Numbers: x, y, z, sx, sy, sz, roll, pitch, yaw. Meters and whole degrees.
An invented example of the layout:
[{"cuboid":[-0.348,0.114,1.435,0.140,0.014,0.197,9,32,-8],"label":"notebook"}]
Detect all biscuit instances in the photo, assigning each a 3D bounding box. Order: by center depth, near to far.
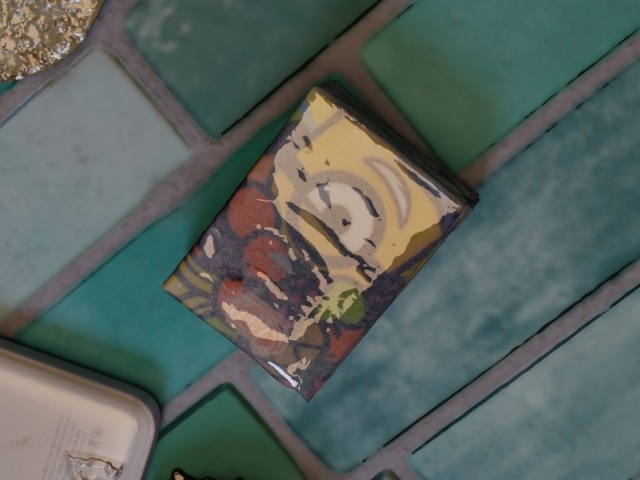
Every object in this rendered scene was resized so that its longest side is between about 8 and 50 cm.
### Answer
[{"cuboid":[-0.186,-0.162,0.924,0.152,0.020,0.152,2,105,9],"label":"biscuit"}]

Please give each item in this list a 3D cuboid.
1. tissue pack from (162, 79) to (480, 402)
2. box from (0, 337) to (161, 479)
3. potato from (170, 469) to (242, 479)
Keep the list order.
[{"cuboid":[0.000,0.000,0.911,0.108,0.060,0.148,39,108,0],"label":"tissue pack"},{"cuboid":[-0.245,0.113,0.990,0.285,0.044,0.142,20,104,5],"label":"box"},{"cuboid":[-0.050,0.269,0.969,0.138,0.098,0.243,4,105,7],"label":"potato"}]
